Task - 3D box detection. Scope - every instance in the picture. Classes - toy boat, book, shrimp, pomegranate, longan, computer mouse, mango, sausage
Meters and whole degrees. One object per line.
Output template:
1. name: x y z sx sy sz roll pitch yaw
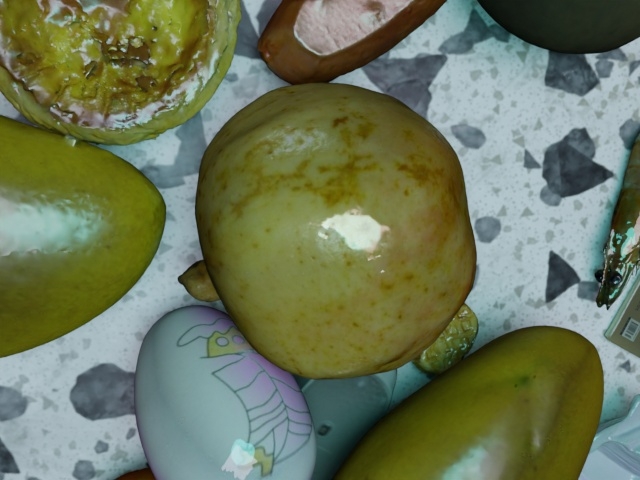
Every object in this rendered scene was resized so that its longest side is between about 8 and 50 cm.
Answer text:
1. toy boat: 0.397 0.353 0.986 0.199 0.100 0.290 36 90 -13
2. book: 0.527 0.127 1.024 0.198 0.016 0.138 29 91 -12
3. shrimp: 0.482 -0.028 0.981 0.169 0.058 0.296 21 89 -14
4. pomegranate: 0.000 0.000 0.769 0.342 0.342 0.343 -1 97 -10
5. longan: 0.289 -0.360 0.816 0.243 0.300 0.300 -17 103 34
6. computer mouse: 0.010 0.222 0.915 0.128 0.079 0.231 33 106 -12
7. mango: -0.389 -0.016 0.733 0.445 0.220 0.301 -7 107 -12
8. sausage: 0.045 -0.276 0.831 0.258 0.133 0.133 -35 102 -2
9. mango: 0.176 0.289 0.852 0.446 0.232 0.300 -50 141 -3

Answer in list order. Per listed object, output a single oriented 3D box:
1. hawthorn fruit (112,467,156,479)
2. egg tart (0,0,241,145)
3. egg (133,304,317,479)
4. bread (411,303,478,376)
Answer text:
1. hawthorn fruit: -0.196 0.398 0.858 0.196 0.196 0.225 -40 127 -4
2. egg tart: -0.235 -0.249 0.790 0.290 0.115 0.290 -1 95 -10
3. egg: -0.113 0.198 0.811 0.196 0.196 0.271 -13 64 -9
4. bread: 0.167 0.132 0.945 0.083 0.044 0.111 26 89 -14
